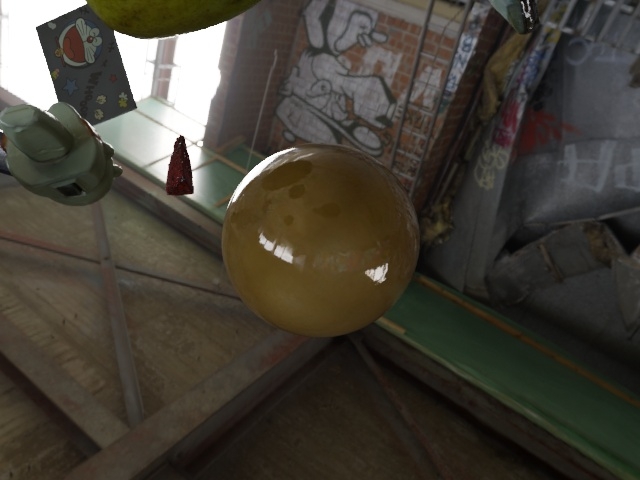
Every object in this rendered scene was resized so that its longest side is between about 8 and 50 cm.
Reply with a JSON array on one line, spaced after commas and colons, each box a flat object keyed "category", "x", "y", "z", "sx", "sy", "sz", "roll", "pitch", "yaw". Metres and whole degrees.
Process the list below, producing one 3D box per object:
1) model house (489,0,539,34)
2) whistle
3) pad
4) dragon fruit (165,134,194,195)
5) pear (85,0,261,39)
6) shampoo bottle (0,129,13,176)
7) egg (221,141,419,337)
[{"category": "model house", "x": 0.134, "y": -0.246, "z": 0.298, "sx": 0.106, "sy": 0.152, "sz": 0.165, "roll": 55, "pitch": -168, "yaw": 29}, {"category": "whistle", "x": -0.306, "y": -0.098, "z": 0.593, "sx": 0.106, "sy": 0.101, "sz": 0.253, "roll": 42, "pitch": 168, "yaw": -1}, {"category": "pad", "x": -0.482, "y": -0.358, "z": 1.037, "sx": 0.170, "sy": 0.245, "sz": 0.006, "roll": -18, "pitch": 177, "yaw": 9}, {"category": "dragon fruit", "x": -0.320, "y": -0.176, "z": 1.192, "sx": 0.063, "sy": 0.097, "sz": 0.131, "roll": 6, "pitch": -107, "yaw": -39}, {"category": "pear", "x": -0.163, "y": -0.392, "z": 0.620, "sx": 0.253, "sy": 0.307, "sz": 0.253, "roll": 49, "pitch": -164, "yaw": -20}, {"category": "shampoo bottle", "x": -0.698, "y": -0.196, "z": 1.048, "sx": 0.049, "sy": 0.087, "sz": 0.234, "roll": 29, "pitch": -177, "yaw": 28}, {"category": "egg", "x": 0.000, "y": 0.000, "z": 0.649, "sx": 0.250, "sy": 0.250, "sz": 0.322, "roll": 24, "pitch": -173, "yaw": 10}]
